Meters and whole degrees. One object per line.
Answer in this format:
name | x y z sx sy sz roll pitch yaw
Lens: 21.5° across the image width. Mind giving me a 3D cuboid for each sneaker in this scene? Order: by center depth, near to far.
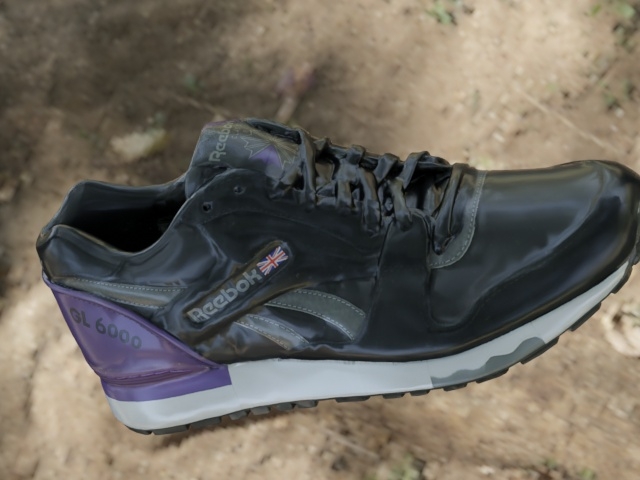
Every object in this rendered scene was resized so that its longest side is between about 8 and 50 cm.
sneaker | 0.000 0.000 0.748 0.283 0.124 0.107 -16 29 21
